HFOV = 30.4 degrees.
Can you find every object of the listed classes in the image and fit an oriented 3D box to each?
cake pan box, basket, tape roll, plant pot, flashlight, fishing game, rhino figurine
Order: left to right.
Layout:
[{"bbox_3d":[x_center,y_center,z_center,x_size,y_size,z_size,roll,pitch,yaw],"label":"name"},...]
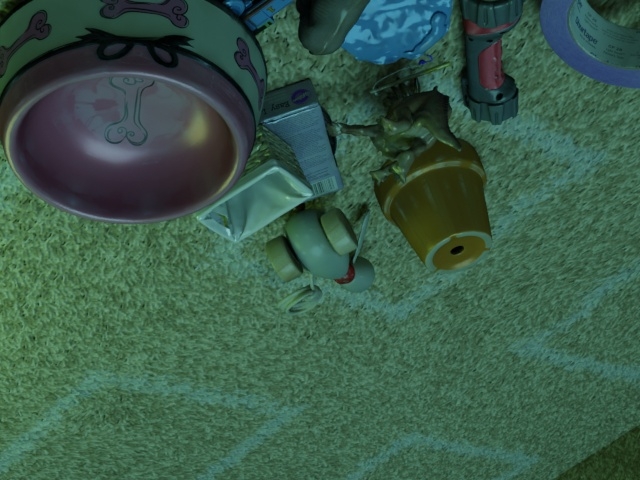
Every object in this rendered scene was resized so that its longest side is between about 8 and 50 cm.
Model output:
[{"bbox_3d":[-0.115,-0.092,1.888,0.167,0.103,0.113,-31,144,19],"label":"basket"},{"bbox_3d":[-0.100,-0.138,1.981,0.267,0.070,0.246,-19,148,2],"label":"cake pan box"},{"bbox_3d":[0.042,-0.364,1.670,0.073,0.106,0.243,22,124,-26],"label":"rhino figurine"},{"bbox_3d":[0.109,-0.351,1.789,0.189,0.041,0.264,-23,131,10],"label":"fishing game"},{"bbox_3d":[0.221,-0.050,2.142,0.205,0.188,0.205,-12,145,-9],"label":"plant pot"},{"bbox_3d":[0.281,-0.305,1.892,0.103,0.103,0.304,-20,145,-2],"label":"flashlight"},{"bbox_3d":[0.480,-0.357,1.800,0.275,0.090,0.275,16,149,10],"label":"tape roll"}]

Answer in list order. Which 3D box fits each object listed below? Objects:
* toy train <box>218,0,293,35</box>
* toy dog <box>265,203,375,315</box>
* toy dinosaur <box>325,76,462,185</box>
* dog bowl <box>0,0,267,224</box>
[{"bbox_3d":[-0.082,-0.362,1.670,0.184,0.080,0.105,-33,152,17],"label":"toy train"},{"bbox_3d":[0.000,0.000,2.186,0.220,0.161,0.334,-17,161,-7],"label":"toy dog"},{"bbox_3d":[0.151,-0.191,1.884,0.200,0.127,0.295,-35,-166,-25],"label":"toy dinosaur"},{"bbox_3d":[-0.275,-0.178,1.680,0.408,0.150,0.408,-4,145,-3],"label":"dog bowl"}]
